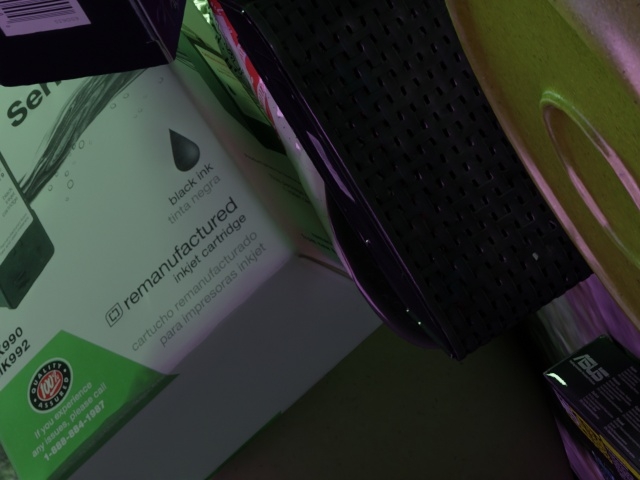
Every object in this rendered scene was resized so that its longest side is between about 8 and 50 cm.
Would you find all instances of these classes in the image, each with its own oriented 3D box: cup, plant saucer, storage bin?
[{"bbox_3d":[-0.007,0.078,1.148,0.331,0.331,0.236,70,-167,-77],"label":"cup"},{"bbox_3d":[0.098,-0.024,0.495,0.241,0.037,0.241,57,177,4],"label":"plant saucer"},{"bbox_3d":[0.039,-0.050,0.737,0.180,0.084,0.122,57,178,-16],"label":"storage bin"}]

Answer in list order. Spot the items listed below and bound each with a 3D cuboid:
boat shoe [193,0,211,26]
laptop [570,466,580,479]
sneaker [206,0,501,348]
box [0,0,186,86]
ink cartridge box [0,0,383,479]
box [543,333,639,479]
[{"bbox_3d":[-0.112,-0.158,1.283,0.156,0.187,0.500,50,-176,-29],"label":"boat shoe"},{"bbox_3d":[0.065,0.183,1.297,0.264,0.234,0.136,57,179,26],"label":"laptop"},{"bbox_3d":[0.016,-0.069,0.907,0.270,0.090,0.145,61,178,2],"label":"sneaker"},{"bbox_3d":[-0.139,-0.211,0.894,0.153,0.108,0.207,60,-150,-51],"label":"box"},{"bbox_3d":[-0.123,-0.012,0.979,0.121,0.211,0.289,27,-157,-54],"label":"ink cartridge box"},{"bbox_3d":[0.191,0.155,0.786,0.184,0.045,0.190,61,177,-20],"label":"box"}]
